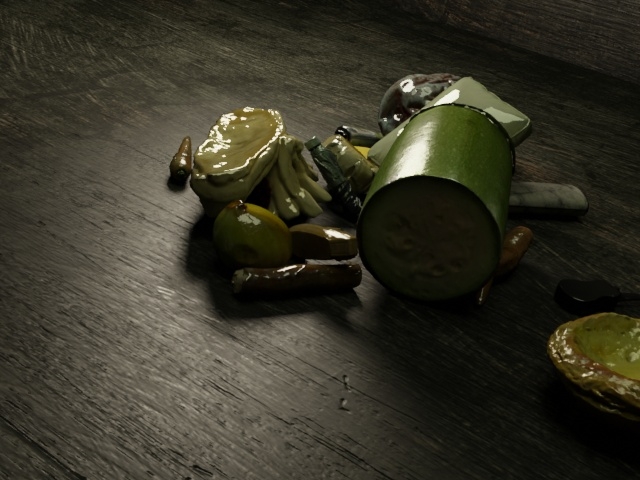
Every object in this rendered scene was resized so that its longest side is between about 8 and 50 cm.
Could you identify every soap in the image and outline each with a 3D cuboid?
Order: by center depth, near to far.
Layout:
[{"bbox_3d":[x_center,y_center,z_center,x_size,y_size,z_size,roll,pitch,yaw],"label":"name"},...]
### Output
[{"bbox_3d":[0.073,-0.210,2.164,0.168,0.033,0.089,8,20,-6],"label":"soap"}]

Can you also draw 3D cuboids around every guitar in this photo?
[{"bbox_3d":[0.578,0.106,1.721,0.271,0.038,0.084,0,29,-21],"label":"guitar"}]

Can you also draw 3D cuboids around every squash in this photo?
[{"bbox_3d":[0.226,-0.087,1.682,0.263,0.263,0.384,15,32,8],"label":"squash"}]

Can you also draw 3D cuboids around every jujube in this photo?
[{"bbox_3d":[0.297,-0.318,2.282,0.317,0.226,0.226,-7,31,-44],"label":"jujube"}]

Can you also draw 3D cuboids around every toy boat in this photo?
[{"bbox_3d":[0.000,0.000,1.623,0.072,0.064,0.206,-13,14,-31],"label":"toy boat"}]

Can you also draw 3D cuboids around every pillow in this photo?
[{"bbox_3d":[0.290,-0.225,2.035,0.322,0.120,0.255,-37,50,-8],"label":"pillow"}]

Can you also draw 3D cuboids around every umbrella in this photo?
[{"bbox_3d":[0.030,-0.133,1.862,0.188,0.046,0.050,56,38,2],"label":"umbrella"}]

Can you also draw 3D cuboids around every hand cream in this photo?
[{"bbox_3d":[0.121,-0.259,2.275,0.086,0.055,0.235,33,23,36],"label":"hand cream"}]

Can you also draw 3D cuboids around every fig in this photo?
[{"bbox_3d":[-0.121,0.000,1.569,0.136,0.121,0.153,26,6,39],"label":"fig"}]

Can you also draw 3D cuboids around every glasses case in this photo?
[{"bbox_3d":[0.467,-0.097,2.064,0.299,0.060,0.114,2,29,-19],"label":"glasses case"}]

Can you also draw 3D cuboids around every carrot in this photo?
[{"bbox_3d":[-0.300,-0.187,1.955,0.049,0.049,0.254,8,23,-7],"label":"carrot"}]

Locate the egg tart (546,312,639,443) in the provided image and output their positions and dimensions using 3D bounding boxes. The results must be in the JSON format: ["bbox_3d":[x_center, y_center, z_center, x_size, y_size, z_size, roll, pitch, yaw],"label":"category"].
[{"bbox_3d":[0.483,0.218,1.363,0.294,0.123,0.294,8,22,-3],"label":"egg tart"}]

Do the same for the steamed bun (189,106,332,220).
[{"bbox_3d":[-0.115,-0.140,1.823,0.247,0.189,0.428,-13,24,6],"label":"steamed bun"}]

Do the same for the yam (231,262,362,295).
[{"bbox_3d":[-0.036,0.065,1.535,0.241,0.057,0.057,-3,29,-27],"label":"yam"}]

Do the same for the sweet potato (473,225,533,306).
[{"bbox_3d":[0.337,0.045,1.718,0.059,0.067,0.281,2,20,35],"label":"sweet potato"}]

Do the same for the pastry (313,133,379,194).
[{"bbox_3d":[0.059,-0.163,1.957,0.166,0.088,0.166,39,12,-10],"label":"pastry"}]
